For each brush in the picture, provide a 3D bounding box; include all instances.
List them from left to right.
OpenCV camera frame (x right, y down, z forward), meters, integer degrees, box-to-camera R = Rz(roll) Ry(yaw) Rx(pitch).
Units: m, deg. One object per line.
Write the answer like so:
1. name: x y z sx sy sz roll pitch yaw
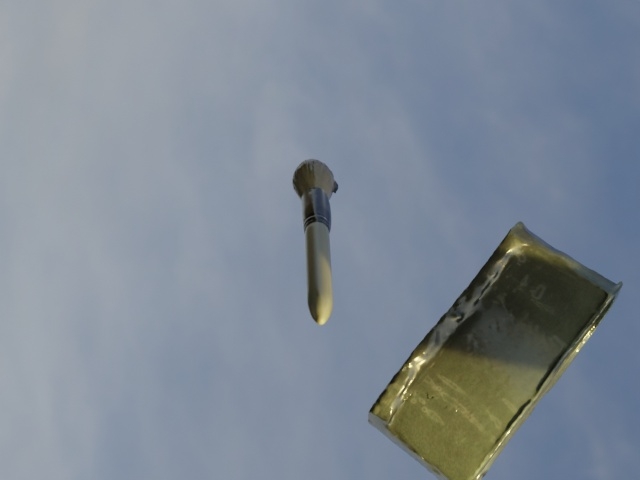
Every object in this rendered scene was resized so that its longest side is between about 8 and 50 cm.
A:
1. brush: 0.000 0.000 1.504 0.039 0.042 0.299 -28 -155 11

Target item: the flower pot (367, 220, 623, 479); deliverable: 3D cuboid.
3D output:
1. flower pot: 0.147 0.096 1.436 0.229 0.108 0.103 -51 169 -15
